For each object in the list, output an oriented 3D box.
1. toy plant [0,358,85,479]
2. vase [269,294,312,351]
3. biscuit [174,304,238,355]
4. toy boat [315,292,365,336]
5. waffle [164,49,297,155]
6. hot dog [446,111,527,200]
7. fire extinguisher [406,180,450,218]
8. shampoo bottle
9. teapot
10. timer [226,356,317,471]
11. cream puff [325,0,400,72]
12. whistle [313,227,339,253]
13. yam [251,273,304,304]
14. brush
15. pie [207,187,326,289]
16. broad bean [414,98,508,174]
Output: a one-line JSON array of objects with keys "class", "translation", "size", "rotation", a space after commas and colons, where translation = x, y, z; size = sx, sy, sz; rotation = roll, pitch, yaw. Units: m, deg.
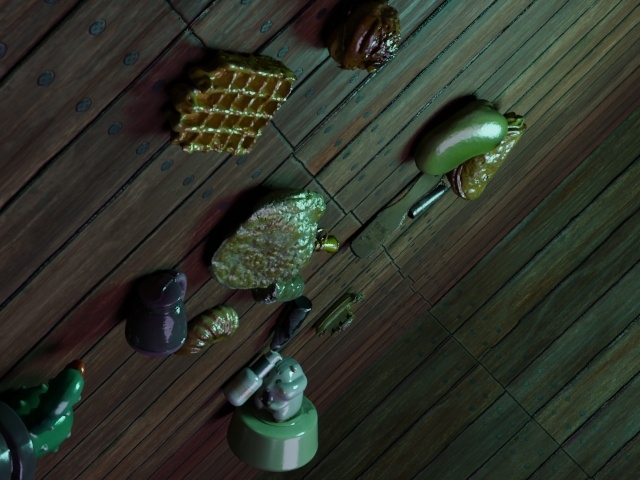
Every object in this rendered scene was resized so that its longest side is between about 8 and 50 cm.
[{"class": "toy plant", "translation": [-0.532, 0.333, 1.328], "size": [0.280, 0.185, 0.400], "rotation": [-59, 167, 16]}, {"class": "vase", "translation": [-0.090, 0.239, 2.216], "size": [0.060, 0.060, 0.211], "rotation": [-22, 151, -48]}, {"class": "biscuit", "translation": [-0.250, 0.206, 1.818], "size": [0.183, 0.061, 0.118], "rotation": [-24, 152, -44]}, {"class": "toy boat", "translation": [0.065, 0.236, 2.507], "size": [0.200, 0.077, 0.057], "rotation": [-45, 161, 4]}, {"class": "waffle", "translation": [-0.144, -0.196, 1.164], "size": [0.160, 0.055, 0.210], "rotation": [-53, 160, 24]}, {"class": "hot dog", "translation": [0.452, -0.245, 2.200], "size": [0.196, 0.122, 0.272], "rotation": [-26, 150, -47]}, {"class": "fire extinguisher", "translation": [0.308, -0.128, 2.279], "size": [0.157, 0.045, 0.078], "rotation": [-37, 139, -17]}, {"class": "shampoo bottle", "translation": [-0.196, 0.392, 2.312], "size": [0.192, 0.074, 0.074], "rotation": [-46, 162, 2]}, {"class": "teapot", "translation": [-0.289, 0.129, 1.490], "size": [0.148, 0.116, 0.146], "rotation": [-24, 143, -37]}, {"class": "timer", "translation": [-0.131, 0.501, 2.463], "size": [0.290, 0.290, 0.316], "rotation": [-23, 131, -47]}, {"class": "cream puff", "translation": [0.075, -0.325, 1.276], "size": [0.133, 0.104, 0.119], "rotation": [-35, 153, -28]}, {"class": "whistle", "translation": [0.004, 0.004, 1.935], "size": [0.057, 0.046, 0.109], "rotation": [-36, 160, 25]}, {"class": "yam", "translation": [-0.100, 0.111, 1.898], "size": [0.078, 0.078, 0.179], "rotation": [-48, 162, 13]}, {"class": "brush", "translation": [0.205, -0.077, 2.152], "size": [0.327, 0.070, 0.065], "rotation": [-44, 180, -2]}, {"class": "pie", "translation": [-0.108, 0.000, 1.601], "size": [0.257, 0.105, 0.275], "rotation": [-17, 149, -36]}, {"class": "broad bean", "translation": [0.349, -0.251, 1.972], "size": [0.263, 0.121, 0.189], "rotation": [-35, 156, -18]}]
